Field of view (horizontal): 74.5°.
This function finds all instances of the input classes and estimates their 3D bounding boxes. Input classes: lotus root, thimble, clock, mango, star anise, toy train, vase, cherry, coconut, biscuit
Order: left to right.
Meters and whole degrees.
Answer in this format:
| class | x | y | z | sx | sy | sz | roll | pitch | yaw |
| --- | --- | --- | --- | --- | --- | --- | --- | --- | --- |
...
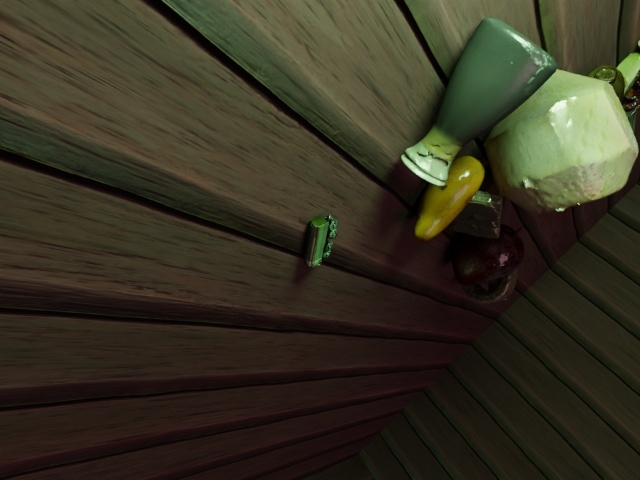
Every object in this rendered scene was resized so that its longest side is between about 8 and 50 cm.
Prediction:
| class | x | y | z | sx | sy | sz | roll | pitch | yaw |
| --- | --- | --- | --- | --- | --- | --- | --- | --- | --- |
| toy train | 0.000 | 0.000 | 0.990 | 0.071 | 0.038 | 0.148 | -21 | 141 | -30 |
| mango | 0.336 | -0.115 | 1.142 | 0.262 | 0.109 | 0.157 | -51 | 159 | 16 |
| vase | 0.309 | -0.275 | 0.887 | 0.173 | 0.173 | 0.321 | 0 | 136 | -46 |
| biscuit | 0.467 | -0.077 | 1.269 | 0.052 | 0.150 | 0.252 | -67 | 155 | -15 |
| cherry | 0.595 | 0.051 | 1.515 | 0.230 | 0.203 | 0.300 | -7 | 143 | -51 |
| thimble | 0.710 | 0.151 | 1.767 | 0.148 | 0.196 | 0.229 | 8 | 93 | -54 |
| coconut | 0.579 | -0.250 | 1.055 | 0.352 | 0.352 | 0.352 | -27 | 145 | -21 |
| lotus root | 0.845 | -0.434 | 1.279 | 0.241 | 0.123 | 0.124 | 31 | 75 | -53 |
| clock | 1.012 | -0.529 | 1.387 | 0.170 | 0.069 | 0.232 | 2 | 129 | -48 |
| star anise | 0.986 | -0.449 | 1.320 | 0.190 | 0.070 | 0.097 | -55 | 156 | 4 |

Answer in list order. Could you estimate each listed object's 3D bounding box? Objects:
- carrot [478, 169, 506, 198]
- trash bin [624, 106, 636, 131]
| class | x | y | z | sx | sy | sz | roll | pitch | yaw |
| --- | --- | --- | --- | --- | --- | --- | --- | --- | --- |
| carrot | 0.579 | -0.193 | 1.295 | 0.302 | 0.114 | 0.114 | -34 | 147 | -8 |
| trash bin | 0.995 | -0.344 | 1.469 | 0.240 | 0.122 | 0.164 | 47 | 58 | -62 |
